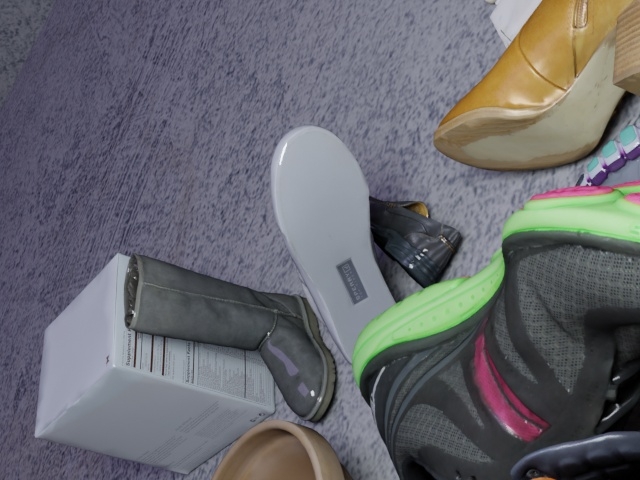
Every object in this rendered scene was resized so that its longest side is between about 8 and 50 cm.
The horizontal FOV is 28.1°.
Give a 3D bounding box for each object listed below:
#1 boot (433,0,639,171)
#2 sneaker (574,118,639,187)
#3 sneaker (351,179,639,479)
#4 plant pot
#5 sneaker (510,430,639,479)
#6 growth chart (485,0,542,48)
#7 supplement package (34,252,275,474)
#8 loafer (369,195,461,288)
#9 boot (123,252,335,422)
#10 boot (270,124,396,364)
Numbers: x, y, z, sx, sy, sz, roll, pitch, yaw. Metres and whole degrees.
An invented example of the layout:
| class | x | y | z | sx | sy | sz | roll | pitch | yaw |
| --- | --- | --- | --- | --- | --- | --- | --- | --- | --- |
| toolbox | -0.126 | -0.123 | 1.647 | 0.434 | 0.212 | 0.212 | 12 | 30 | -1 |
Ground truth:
| class | x | y | z | sx | sy | sz | roll | pitch | yaw |
| --- | --- | --- | --- | --- | --- | --- | --- | --- | --- |
| boot | 0.217 | -0.188 | 1.083 | 0.295 | 0.104 | 0.211 | -22 | 51 | 53 |
| sneaker | 0.272 | -0.049 | 0.939 | 0.223 | 0.083 | 0.098 | -51 | 40 | 29 |
| sneaker | 0.179 | 0.092 | 0.910 | 0.483 | 0.185 | 0.202 | 132 | 130 | -62 |
| plant pot | -0.022 | 0.294 | 1.187 | 0.237 | 0.110 | 0.237 | -38 | 41 | 43 |
| sneaker | 0.168 | 0.218 | 0.844 | 0.321 | 0.180 | 0.124 | -51 | 34 | 29 |
| growth chart | 0.223 | -0.228 | 1.187 | 0.172 | 0.021 | 0.237 | -49 | 36 | 32 |
| supplement package | -0.189 | 0.146 | 1.460 | 0.194 | 0.203 | 0.149 | -40 | 41 | 40 |
| loafer | 0.083 | -0.012 | 1.264 | 0.061 | 0.062 | 0.170 | -44 | 36 | -1 |
| boot | -0.098 | 0.098 | 1.332 | 0.076 | 0.208 | 0.189 | -57 | 32 | 23 |
| boot | 0.000 | 0.000 | 1.232 | 0.123 | 0.095 | 0.258 | 38 | 149 | 63 |
